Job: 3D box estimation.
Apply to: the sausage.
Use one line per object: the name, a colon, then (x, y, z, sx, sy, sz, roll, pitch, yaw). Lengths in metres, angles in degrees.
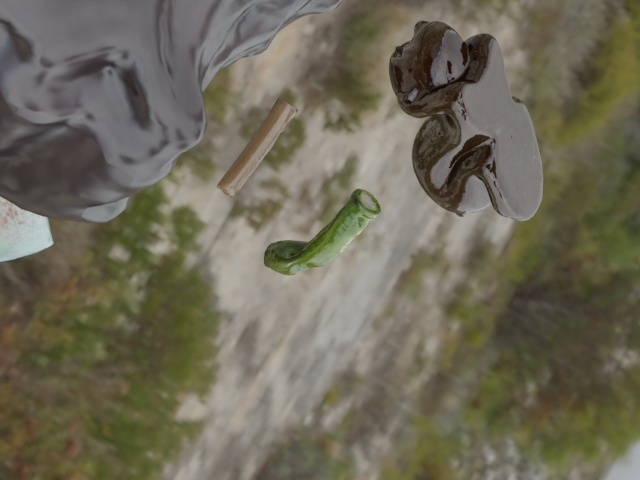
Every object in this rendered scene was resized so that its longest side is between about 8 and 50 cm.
sausage: (-0.066, -0.095, 1.506, 0.116, 0.026, 0.026, -54, 170, -3)

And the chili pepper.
chili pepper: (0.000, 0.000, 1.666, 0.202, 0.050, 0.052, -32, -162, 49)

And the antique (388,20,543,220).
antique: (0.159, -0.138, 1.707, 0.121, 0.143, 0.257, -55, 134, -32)

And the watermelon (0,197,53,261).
watermelon: (-0.441, -0.097, 1.805, 0.320, 0.289, 0.213, -39, 173, -40)

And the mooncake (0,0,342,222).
mooncake: (-0.150, -0.223, 1.039, 0.212, 0.350, 0.381, -14, -141, 54)
